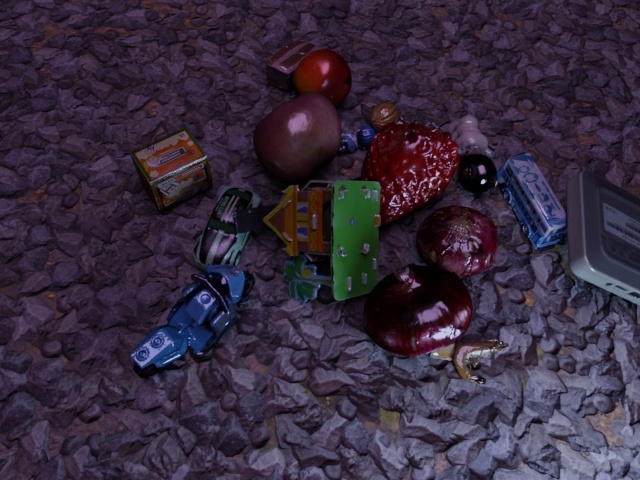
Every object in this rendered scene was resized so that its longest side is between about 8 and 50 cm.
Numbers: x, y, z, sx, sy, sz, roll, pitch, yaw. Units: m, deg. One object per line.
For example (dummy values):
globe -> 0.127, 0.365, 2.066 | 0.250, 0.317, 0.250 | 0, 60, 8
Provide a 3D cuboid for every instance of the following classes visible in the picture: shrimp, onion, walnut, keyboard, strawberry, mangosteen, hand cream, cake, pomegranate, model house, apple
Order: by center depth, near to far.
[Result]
onion -> 0.266, 0.179, 1.601 | 0.314, 0.232, 0.314 | -13, 31, 8
shrimp -> 0.472, 0.348, 1.666 | 0.178, 0.034, 0.124 | -5, 67, -10
hand cream -> 0.364, 0.263, 1.704 | 0.076, 0.047, 0.174 | 9, 70, -4
model house -> 0.000, 0.000, 1.726 | 0.243, 0.313, 0.357 | -8, 98, -49
onion -> 0.413, 0.008, 1.763 | 0.247, 0.190, 0.246 | 1, 42, 0
keyboard -> -0.177, -0.071, 1.774 | 0.231, 0.023, 0.072 | -15, 100, -48
strawberry -> 0.257, -0.196, 1.827 | 0.317, 0.295, 0.345 | 25, 86, 47
apple -> -0.062, -0.326, 1.857 | 0.306, 0.306, 0.235 | -35, 93, -21
mangosteen -> 0.535, -0.222, 1.943 | 0.151, 0.137, 0.137 | 2, 54, -44
pomegranate -> -0.001, -0.554, 2.029 | 0.235, 0.210, 0.210 | -46, 70, 10
walnut -> 0.227, -0.434, 2.040 | 0.105, 0.105, 0.124 | 39, 50, 16
cake -> -0.101, -0.658, 2.153 | 0.116, 0.112, 0.295 | 29, 50, 9

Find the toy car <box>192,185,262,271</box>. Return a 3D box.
toy car -> -0.284, -0.047, 1.770 | 0.136, 0.125, 0.305 | 19, 60, 5

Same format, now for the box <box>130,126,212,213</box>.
box -> -0.459, -0.215, 1.815 | 0.195, 0.177, 0.148 | -29, 68, -19

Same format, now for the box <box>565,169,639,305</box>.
box -> 0.929, -0.004, 1.801 | 0.367, 0.090, 0.373 | 21, 59, -18

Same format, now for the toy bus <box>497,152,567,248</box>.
toy bus -> 0.690, -0.132, 1.892 | 0.106, 0.131, 0.297 | -15, 64, -14

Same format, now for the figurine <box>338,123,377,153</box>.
figurine -> 0.119, -0.350, 1.998 | 0.149, 0.087, 0.086 | -23, 103, -15

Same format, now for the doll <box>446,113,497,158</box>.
doll -> 0.524, -0.355, 2.022 | 0.149, 0.095, 0.192 | -2, 60, -13

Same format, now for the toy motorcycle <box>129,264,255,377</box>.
toy motorcycle -> -0.341, 0.201, 1.568 | 0.416, 0.232, 0.172 | -39, 74, -22

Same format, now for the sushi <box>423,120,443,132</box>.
sushi -> 0.365, -0.347, 2.039 | 0.201, 0.031, 0.139 | -30, 68, -19
